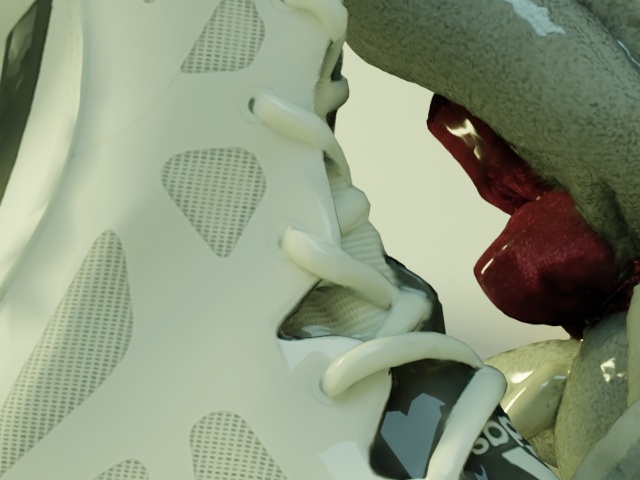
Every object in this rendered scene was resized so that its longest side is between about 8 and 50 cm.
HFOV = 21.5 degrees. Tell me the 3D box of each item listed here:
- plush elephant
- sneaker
[{"bbox_3d":[0.122,0.012,0.638,0.330,0.255,0.271,3,-13,44],"label":"plush elephant"},{"bbox_3d":[0.000,0.001,0.513,0.257,0.448,0.169,21,-5,17],"label":"sneaker"}]
